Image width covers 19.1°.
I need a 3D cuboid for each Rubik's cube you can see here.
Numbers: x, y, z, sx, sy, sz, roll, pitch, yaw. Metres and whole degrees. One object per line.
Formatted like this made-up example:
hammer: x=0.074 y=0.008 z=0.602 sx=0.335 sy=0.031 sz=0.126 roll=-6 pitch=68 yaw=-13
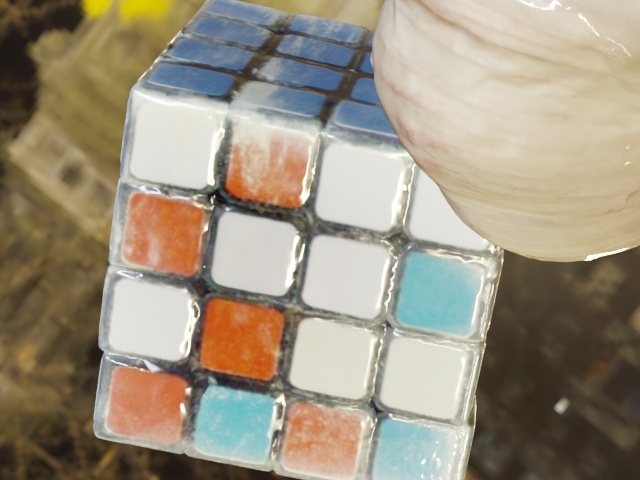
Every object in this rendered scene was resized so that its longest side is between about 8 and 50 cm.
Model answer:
Rubik's cube: x=-0.001 y=-0.001 z=1.316 sx=0.256 sy=0.253 sz=0.259 roll=12 pitch=-157 yaw=3

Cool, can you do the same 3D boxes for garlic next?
garlic: x=0.143 y=-0.074 z=0.658 sx=0.212 sy=0.218 sz=0.218 roll=32 pitch=-175 yaw=35
